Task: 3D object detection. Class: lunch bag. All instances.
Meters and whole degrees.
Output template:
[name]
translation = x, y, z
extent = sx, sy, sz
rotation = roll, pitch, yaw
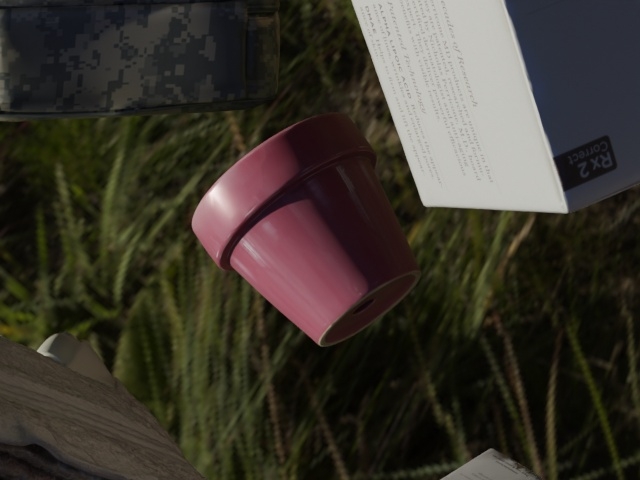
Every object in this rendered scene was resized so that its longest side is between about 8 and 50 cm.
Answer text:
[lunch bag]
translation = -0.180, -0.255, 1.474
extent = 0.305, 0.212, 0.256
rotation = -2, 108, -6

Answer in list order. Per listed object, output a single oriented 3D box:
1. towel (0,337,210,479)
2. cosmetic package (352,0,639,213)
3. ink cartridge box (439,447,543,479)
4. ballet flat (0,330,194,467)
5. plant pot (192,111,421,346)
[towel]
translation = -0.184, 0.112, 1.029
extent = 0.282, 0.187, 0.049
rotation = 28, 97, -38
[cosmetic package]
translation = 0.138, -0.112, 0.965
extent = 0.183, 0.151, 0.151
rotation = 5, 117, 66
[ink cartridge box]
translation = 0.125, 0.308, 1.537
extent = 0.082, 0.190, 0.140
rotation = 24, 133, 47
[ballet flat]
translation = -0.274, 0.116, 1.359
extent = 0.400, 0.139, 0.139
rotation = 24, 129, 3
[plant pot]
translation = 0.000, 0.000, 1.649
extent = 0.180, 0.201, 0.201
rotation = 53, 131, 14
